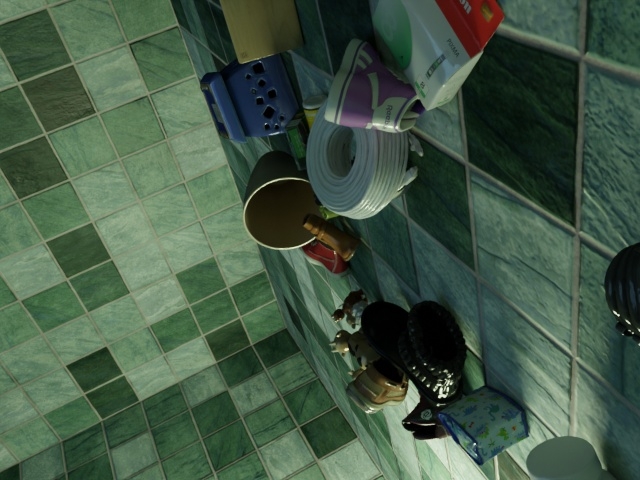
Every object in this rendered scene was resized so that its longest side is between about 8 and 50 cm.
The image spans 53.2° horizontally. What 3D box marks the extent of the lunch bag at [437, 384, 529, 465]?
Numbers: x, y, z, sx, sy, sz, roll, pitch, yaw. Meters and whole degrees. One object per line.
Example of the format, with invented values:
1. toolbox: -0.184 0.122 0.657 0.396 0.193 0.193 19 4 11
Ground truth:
1. lunch bag: 0.335 0.375 1.334 0.151 0.128 0.096 39 151 60

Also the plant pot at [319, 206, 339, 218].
1. plant pot: 0.039 -0.096 1.727 0.083 0.079 0.083 58 165 26

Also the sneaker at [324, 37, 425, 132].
1. sneaker: 0.105 -0.257 1.100 0.282 0.160 0.102 -75 -3 -53

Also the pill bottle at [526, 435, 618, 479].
1. pill bottle: 0.438 0.471 1.056 0.272 0.152 0.152 67 167 -11

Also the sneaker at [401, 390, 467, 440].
1. sneaker: 0.257 0.406 1.616 0.281 0.162 0.107 34 147 65

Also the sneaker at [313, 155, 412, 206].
1. sneaker: 0.109 -0.127 1.382 0.283 0.122 0.110 0 87 54

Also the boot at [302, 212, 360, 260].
1. boot: 0.025 -0.015 1.803 0.152 0.073 0.197 34 177 -15

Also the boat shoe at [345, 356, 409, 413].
1. boat shoe: 0.181 0.361 1.680 0.123 0.116 0.324 38 -166 17

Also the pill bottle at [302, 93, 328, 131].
1. pill bottle: 0.000 -0.289 1.550 0.065 0.065 0.116 46 158 54

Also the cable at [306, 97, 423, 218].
1. cable: 0.066 -0.169 1.256 0.257 0.089 0.257 -54 49 41

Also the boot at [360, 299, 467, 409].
1. boot: 0.212 0.216 1.498 0.348 0.131 0.260 42 163 34

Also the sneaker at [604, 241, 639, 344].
1. sneaker: 0.402 0.124 0.682 0.147 0.104 0.296 179 73 -78

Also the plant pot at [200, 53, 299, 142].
1. plant pot: -0.206 -0.404 1.823 0.236 0.212 0.236 34 146 66

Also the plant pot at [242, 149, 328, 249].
1. plant pot: -0.120 -0.155 1.966 0.274 0.256 0.257 -105 0 -52

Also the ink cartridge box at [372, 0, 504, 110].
1. ink cartridge box: 0.158 -0.316 0.915 0.181 0.056 0.225 62 168 10

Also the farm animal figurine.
1. farm animal figurine: 0.129 0.333 1.962 0.331 0.172 0.326 66 167 -6

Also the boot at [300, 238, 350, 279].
1. boot: 0.000 0.000 2.055 0.244 0.088 0.176 34 148 50

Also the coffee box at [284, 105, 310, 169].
1. coffee box: -0.037 -0.263 1.603 0.184 0.040 0.113 -68 -38 -61

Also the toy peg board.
1. toy peg board: -0.138 -0.521 1.490 0.079 0.160 0.161 -107 1 -54
